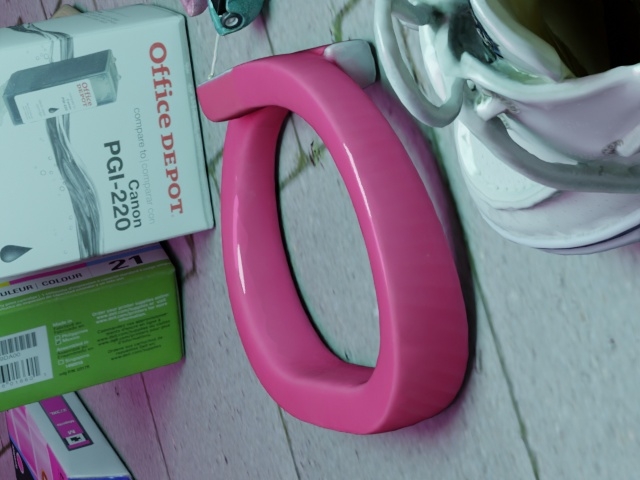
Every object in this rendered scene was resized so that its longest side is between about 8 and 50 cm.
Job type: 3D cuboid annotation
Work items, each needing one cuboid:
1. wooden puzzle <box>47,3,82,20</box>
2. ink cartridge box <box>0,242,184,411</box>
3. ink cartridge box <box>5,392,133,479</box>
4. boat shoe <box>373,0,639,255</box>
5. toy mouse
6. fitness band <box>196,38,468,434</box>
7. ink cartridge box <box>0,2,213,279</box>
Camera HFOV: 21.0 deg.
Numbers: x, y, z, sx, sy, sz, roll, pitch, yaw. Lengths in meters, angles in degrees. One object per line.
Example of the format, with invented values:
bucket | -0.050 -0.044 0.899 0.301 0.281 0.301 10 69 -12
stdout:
wooden puzzle | -0.242 -0.083 1.354 0.044 0.221 0.238 47 175 -25
ink cartridge box | -0.243 0.015 1.397 0.255 0.188 0.097 -127 28 -48
ink cartridge box | -0.246 0.264 1.758 0.371 0.069 0.176 37 136 57
boat shoe | 0.079 -0.081 0.522 0.367 0.156 0.136 131 124 -65
toy mouse | -0.062 -0.166 1.034 0.161 0.031 0.143 -157 57 -66
fitness band | 0.000 0.000 0.949 0.291 0.054 0.209 179 76 -71
ink cartridge box | -0.194 -0.065 1.180 0.092 0.217 0.159 23 123 60
